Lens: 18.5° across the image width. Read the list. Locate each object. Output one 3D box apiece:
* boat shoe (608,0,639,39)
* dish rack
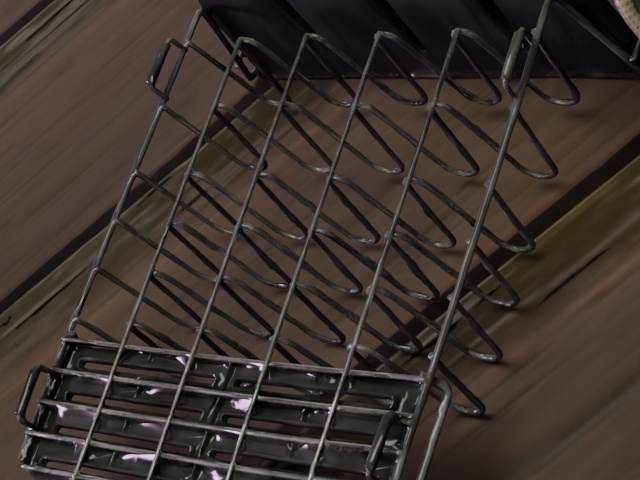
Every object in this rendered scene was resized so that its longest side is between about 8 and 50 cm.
[{"bbox_3d":[0.079,-0.169,0.678,0.355,0.132,0.130,52,135,12],"label":"boat shoe"},{"bbox_3d":[0.000,0.000,0.764,0.208,0.074,0.271,3,65,40],"label":"dish rack"}]
